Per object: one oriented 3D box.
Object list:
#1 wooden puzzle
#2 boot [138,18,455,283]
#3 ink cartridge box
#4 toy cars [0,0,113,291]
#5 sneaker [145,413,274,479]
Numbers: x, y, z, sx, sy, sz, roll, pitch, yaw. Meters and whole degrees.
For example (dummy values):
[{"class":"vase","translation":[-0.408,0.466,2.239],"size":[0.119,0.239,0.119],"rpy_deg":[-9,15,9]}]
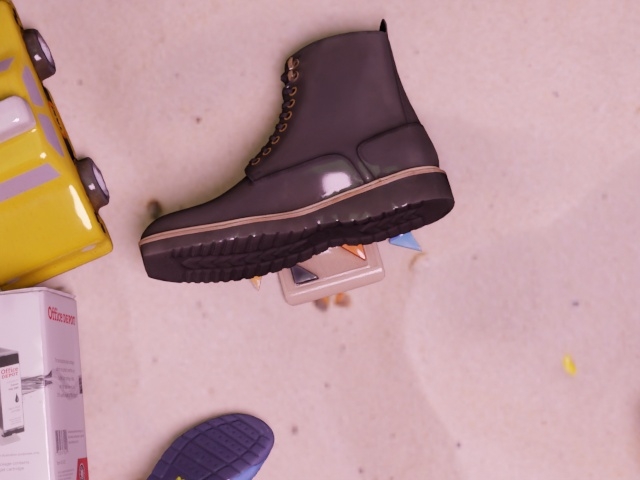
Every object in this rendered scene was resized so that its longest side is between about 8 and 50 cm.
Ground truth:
[{"class":"wooden puzzle","translation":[0.000,0.000,1.057],"size":[0.116,0.014,0.078],"rpy_deg":[-23,84,1]},{"class":"boot","translation":[-0.029,-0.056,1.035],"size":[0.198,0.077,0.137],"rpy_deg":[-13,71,-11]},{"class":"ink cartridge box","translation":[-0.184,0.101,1.017],"size":[0.056,0.099,0.135],"rpy_deg":[-5,84,4]},{"class":"toy cars","translation":[-0.175,-0.164,1.046],"size":[0.176,0.087,0.393],"rpy_deg":[17,86,5]},{"class":"sneaker","translation":[-0.083,0.170,1.032],"size":[0.144,0.059,0.053],"rpy_deg":[-45,52,-16]}]
